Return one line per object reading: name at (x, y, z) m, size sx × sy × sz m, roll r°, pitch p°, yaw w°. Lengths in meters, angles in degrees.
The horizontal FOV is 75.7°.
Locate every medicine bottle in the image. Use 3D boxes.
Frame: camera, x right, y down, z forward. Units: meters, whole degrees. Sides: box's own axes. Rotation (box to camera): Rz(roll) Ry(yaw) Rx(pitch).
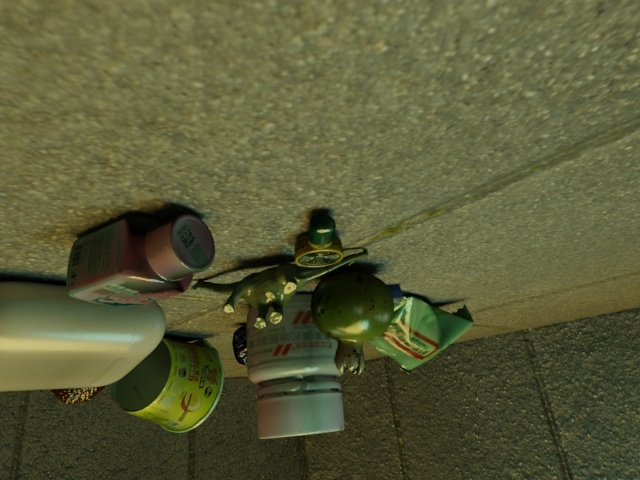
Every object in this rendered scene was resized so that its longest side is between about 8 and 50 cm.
medicine bottle at (-0.244, 0.028, 0.576) m, size 0.188 × 0.094 × 0.119 m, roll -17°, pitch 155°, yaw 25°
medicine bottle at (-0.061, 0.321, 1.054) m, size 0.256 × 0.325 × 0.256 m, roll -4°, pitch 156°, yaw -2°

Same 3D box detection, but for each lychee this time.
lychee at (-0.696, 0.371, 1.203) m, size 0.194 × 0.194 × 0.194 m, roll -6°, pitch 159°, yaw -2°

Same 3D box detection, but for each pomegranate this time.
pomegranate at (0.077, 0.164, 0.882) m, size 0.179 × 0.210 × 0.179 m, roll -22°, pitch 178°, yaw -1°

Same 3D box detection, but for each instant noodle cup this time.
instant noodle cup at (-0.500, 0.447, 1.337) m, size 0.311 × 0.311 × 0.221 m, roll -14°, pitch 147°, yaw 17°

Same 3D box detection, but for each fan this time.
fan at (0.000, 0.000, 0.656) m, size 0.082 × 0.039 × 0.155 m, roll -3°, pitch 158°, yaw -7°

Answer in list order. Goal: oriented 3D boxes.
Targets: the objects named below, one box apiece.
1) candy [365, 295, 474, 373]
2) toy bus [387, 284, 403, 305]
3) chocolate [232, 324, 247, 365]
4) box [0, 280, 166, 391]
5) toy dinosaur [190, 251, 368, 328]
candy at (0.274, 0.270, 1.290) m, size 0.398 × 0.172 × 0.263 m, roll 24°, pitch 122°, yaw -32°
toy bus at (0.133, 0.144, 1.056) m, size 0.153 × 0.051 × 0.061 m, roll -1°, pitch 145°, yaw -14°
chocolate at (-0.100, 0.292, 1.284) m, size 0.343 × 0.126 × 0.148 m, roll -16°, pitch -164°, yaw 15°
box at (-0.513, 0.196, 0.813) m, size 0.349 × 0.141 × 0.288 m, roll 16°, pitch 133°, yaw -44°
toy dinosaur at (-0.086, 0.083, 0.761) m, size 0.363 × 0.147 × 0.076 m, roll -13°, pitch 117°, yaw 8°
